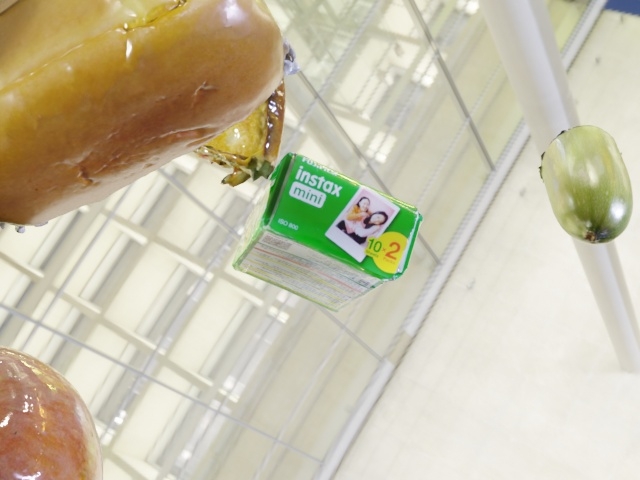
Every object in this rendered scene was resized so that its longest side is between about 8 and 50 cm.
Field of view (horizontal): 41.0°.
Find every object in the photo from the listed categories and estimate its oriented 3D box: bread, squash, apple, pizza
[{"bbox_3d":[-0.142,-0.102,0.557,0.241,0.136,0.107,-27,-116,6],"label":"bread"},{"bbox_3d":[0.375,-0.067,1.197,0.123,0.123,0.186,-16,-145,18],"label":"squash"},{"bbox_3d":[-0.343,0.235,0.860,0.254,0.253,0.253,-11,-118,21],"label":"apple"},{"bbox_3d":[-0.154,-0.158,1.028,0.288,0.074,0.251,-36,-110,7],"label":"pizza"}]

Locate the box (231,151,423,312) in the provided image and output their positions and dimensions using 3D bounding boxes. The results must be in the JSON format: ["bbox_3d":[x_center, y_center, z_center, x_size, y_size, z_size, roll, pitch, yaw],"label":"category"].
[{"bbox_3d":[0.000,0.000,1.037,0.180,0.250,0.103,24,-109,-9],"label":"box"}]
